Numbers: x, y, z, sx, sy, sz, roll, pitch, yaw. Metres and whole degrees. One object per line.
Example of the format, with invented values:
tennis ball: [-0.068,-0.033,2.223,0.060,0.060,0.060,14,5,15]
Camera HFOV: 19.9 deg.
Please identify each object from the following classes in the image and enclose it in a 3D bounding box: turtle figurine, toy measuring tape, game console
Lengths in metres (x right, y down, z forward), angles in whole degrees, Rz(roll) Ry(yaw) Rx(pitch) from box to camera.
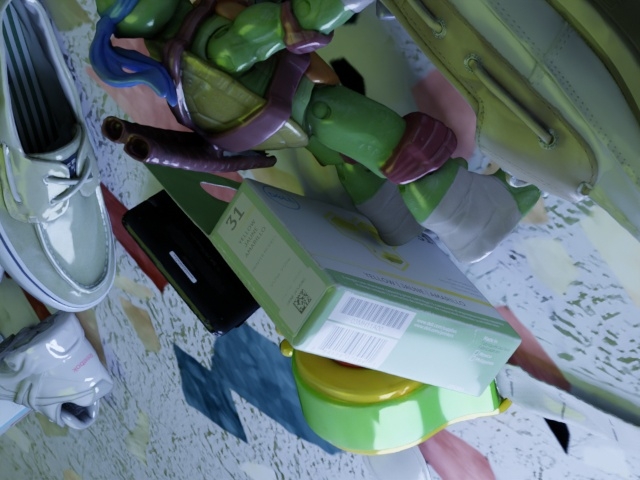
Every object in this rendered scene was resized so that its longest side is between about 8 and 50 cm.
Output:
turtle figurine: [0.015,-0.127,1.051,0.198,0.275,0.266,-25,124,39]
toy measuring tape: [0.081,0.113,1.220,0.330,0.121,0.121,27,143,38]
game console: [-0.110,0.026,1.453,0.122,0.107,0.071,50,124,2]

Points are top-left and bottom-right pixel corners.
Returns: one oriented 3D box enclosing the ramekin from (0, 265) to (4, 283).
ramekin: [-0.400,-0.003,1.776,0.207,0.109,0.207,44,162,19]

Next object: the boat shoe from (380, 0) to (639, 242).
boat shoe: [0.130,-0.075,0.898,0.103,0.113,0.302,-38,85,36]

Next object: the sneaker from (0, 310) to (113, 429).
sneaker: [-0.279,0.147,1.827,0.115,0.090,0.232,52,153,-9]

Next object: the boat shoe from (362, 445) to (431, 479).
boat shoe: [0.042,0.143,1.395,0.046,0.038,0.125,-42,93,21]

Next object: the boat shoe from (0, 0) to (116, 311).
boat shoe: [-0.234,-0.069,1.485,0.094,0.109,0.302,12,130,48]

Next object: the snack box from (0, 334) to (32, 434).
snack box: [-0.467,0.101,1.942,0.322,0.187,0.060,50,152,4]

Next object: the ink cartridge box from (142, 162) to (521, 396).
ink cartridge box: [0.000,0.000,1.170,0.056,0.171,0.235,-57,45,17]
